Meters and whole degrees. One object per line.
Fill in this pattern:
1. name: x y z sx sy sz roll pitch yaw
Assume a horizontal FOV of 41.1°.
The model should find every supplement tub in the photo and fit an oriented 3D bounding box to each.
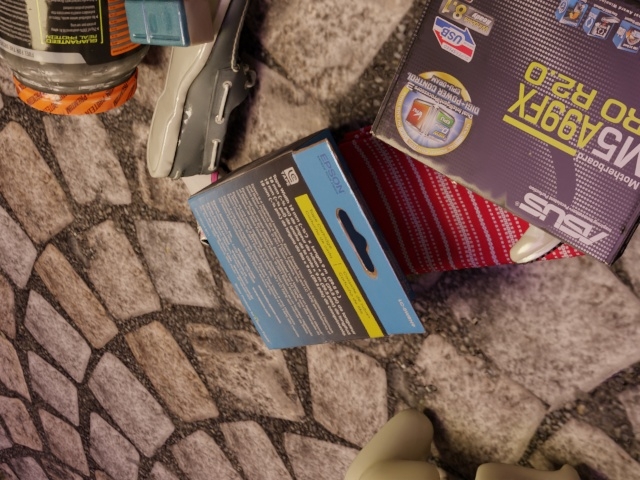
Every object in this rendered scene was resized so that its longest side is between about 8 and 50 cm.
1. supplement tub: -0.317 -0.343 1.068 0.207 0.207 0.338 29 132 25

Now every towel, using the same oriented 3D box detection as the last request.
1. towel: 0.153 -0.055 0.971 0.275 0.031 0.199 -9 111 45

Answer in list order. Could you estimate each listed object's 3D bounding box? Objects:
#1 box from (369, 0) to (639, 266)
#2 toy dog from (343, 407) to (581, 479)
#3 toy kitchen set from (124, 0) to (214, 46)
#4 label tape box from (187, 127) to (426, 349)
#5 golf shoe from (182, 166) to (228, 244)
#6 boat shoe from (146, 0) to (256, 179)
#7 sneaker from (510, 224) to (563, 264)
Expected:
1. box: 0.206 -0.136 0.795 0.270 0.060 0.216 33 113 21
2. toy dog: 0.189 0.414 1.000 0.408 0.395 0.284 8 113 49
3. toy kitchen set: -0.231 -0.312 0.941 0.122 0.166 0.207 16 120 45
4. label tape box: 0.000 0.000 1.050 0.334 0.106 0.240 -15 106 54
5. golf shoe: -0.144 -0.036 1.209 0.186 0.086 0.067 52 140 4
6. boat shoe: -0.139 -0.212 1.099 0.319 0.099 0.116 -64 33 33
7. sneaker: 0.244 -0.044 0.859 0.161 0.057 0.075 -42 78 26
